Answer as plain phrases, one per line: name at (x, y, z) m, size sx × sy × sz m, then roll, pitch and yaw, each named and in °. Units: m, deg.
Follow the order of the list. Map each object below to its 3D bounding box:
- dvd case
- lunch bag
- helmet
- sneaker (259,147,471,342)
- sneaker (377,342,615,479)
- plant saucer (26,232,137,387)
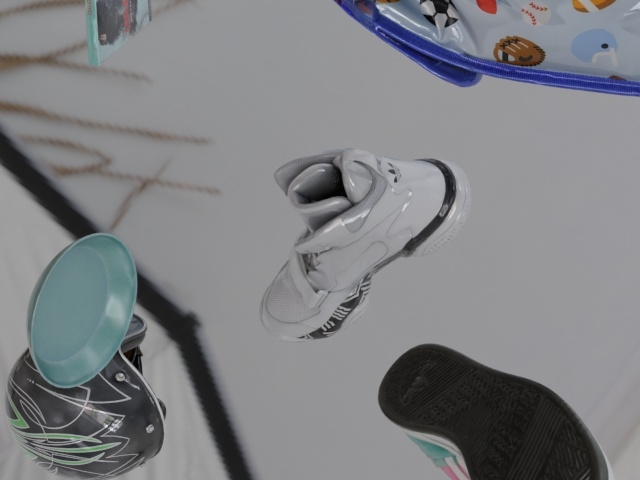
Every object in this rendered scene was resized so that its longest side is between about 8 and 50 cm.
dvd case at (-0.181, -0.219, 1.372) m, size 0.119 × 0.013 × 0.087 m, roll -58°, pitch 153°, yaw -58°
lunch bag at (0.214, -0.321, 1.561) m, size 0.328 × 0.385 × 0.239 m, roll -78°, pitch 174°, yaw -47°
helmet at (-0.230, 0.161, 1.519) m, size 0.169 × 0.169 × 0.161 m, roll -42°, pitch -163°, yaw 26°
sneaker at (0.000, 0.000, 1.930) m, size 0.366 × 0.210 × 0.137 m, roll -39°, pitch -127°, yaw 33°
sneaker at (0.184, 0.203, 1.313) m, size 0.124 × 0.178 × 0.295 m, roll -52°, pitch -149°, yaw -4°
plant saucer at (-0.181, 0.049, 1.130) m, size 0.021 × 0.119 × 0.119 m, roll 17°, pitch -115°, yaw 29°
